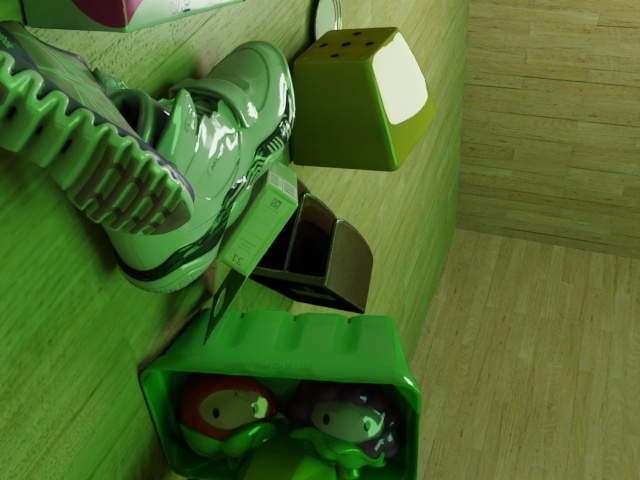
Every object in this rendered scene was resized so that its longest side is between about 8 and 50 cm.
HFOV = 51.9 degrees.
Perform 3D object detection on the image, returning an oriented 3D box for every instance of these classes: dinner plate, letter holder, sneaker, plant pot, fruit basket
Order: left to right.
[{"bbox_3d":[-0.200,-0.098,0.551,0.236,0.095,0.104,37,36,-25],"label":"sneaker"},{"bbox_3d":[-0.141,-0.137,0.741,0.210,0.138,0.365,74,35,-58],"label":"sneaker"},{"bbox_3d":[-0.051,0.291,0.886,0.392,0.392,0.282,-58,152,-47],"label":"fruit basket"},{"bbox_3d":[0.000,0.000,1.217,0.302,0.152,0.214,42,59,-68],"label":"letter holder"},{"bbox_3d":[0.011,-0.404,1.229,0.141,0.017,0.141,11,90,-70],"label":"dinner plate"},{"bbox_3d":[0.065,-0.263,1.171,0.212,0.212,0.187,-53,139,-41],"label":"plant pot"}]

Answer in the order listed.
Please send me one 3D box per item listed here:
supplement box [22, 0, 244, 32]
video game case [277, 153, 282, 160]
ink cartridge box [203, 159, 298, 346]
[{"bbox_3d":[-0.171,-0.273,0.626,0.220,0.114,0.111,-48,144,-54],"label":"supplement box"},{"bbox_3d":[-0.104,-0.186,1.009,0.190,0.022,0.173,-43,140,-59],"label":"video game case"},{"bbox_3d":[-0.114,0.008,0.902,0.235,0.056,0.171,-53,-166,14],"label":"ink cartridge box"}]
